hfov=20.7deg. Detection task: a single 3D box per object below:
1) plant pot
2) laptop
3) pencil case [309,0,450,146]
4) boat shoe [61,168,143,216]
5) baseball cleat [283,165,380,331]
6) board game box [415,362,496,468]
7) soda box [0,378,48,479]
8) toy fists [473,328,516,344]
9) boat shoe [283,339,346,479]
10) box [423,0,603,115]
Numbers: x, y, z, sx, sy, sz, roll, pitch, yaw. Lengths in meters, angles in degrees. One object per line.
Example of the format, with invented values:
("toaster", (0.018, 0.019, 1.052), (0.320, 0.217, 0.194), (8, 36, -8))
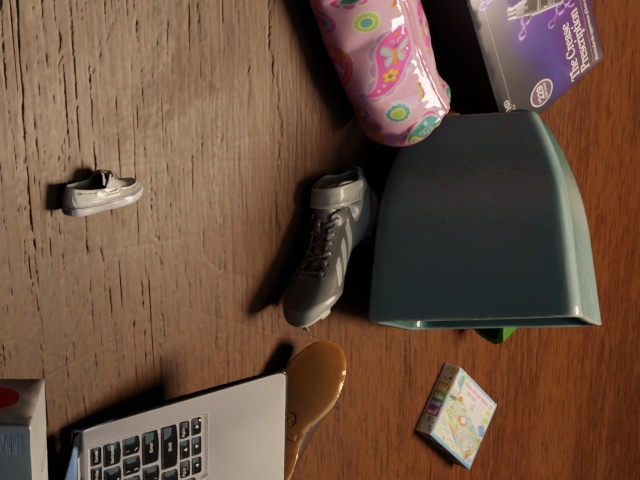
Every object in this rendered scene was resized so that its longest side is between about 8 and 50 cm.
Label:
("plant pot", (0.199, -0.023, 2.110), (0.247, 0.248, 0.252), (17, 71, -74))
("laptop", (-0.148, 0.388, 1.778), (0.408, 0.236, 0.382), (-14, 118, -32))
("pencil case", (0.064, -0.235, 1.948), (0.124, 0.124, 0.284), (-54, 144, -28))
("boat shoe", (-0.210, -0.051, 1.693), (0.100, 0.035, 0.035), (-19, 122, -45))
("baseball cleat", (0.000, 0.000, 2.016), (0.206, 0.072, 0.109), (-62, 141, -35))
("board game box", (0.191, 0.246, 2.446), (0.103, 0.026, 0.154), (-64, 147, -14))
("soda box", (-0.299, 0.272, 1.616), (0.098, 0.091, 0.286), (-93, -176, -68))
("toy fists", (0.248, 0.004, 2.364), (0.142, 0.096, 0.279), (-40, 137, -27))
("boat shoe", (-0.039, 0.211, 2.050), (0.207, 0.073, 0.073), (-59, -177, -15))
("box", (0.236, -0.281, 2.167), (0.184, 0.103, 0.261), (-40, 138, -14))
